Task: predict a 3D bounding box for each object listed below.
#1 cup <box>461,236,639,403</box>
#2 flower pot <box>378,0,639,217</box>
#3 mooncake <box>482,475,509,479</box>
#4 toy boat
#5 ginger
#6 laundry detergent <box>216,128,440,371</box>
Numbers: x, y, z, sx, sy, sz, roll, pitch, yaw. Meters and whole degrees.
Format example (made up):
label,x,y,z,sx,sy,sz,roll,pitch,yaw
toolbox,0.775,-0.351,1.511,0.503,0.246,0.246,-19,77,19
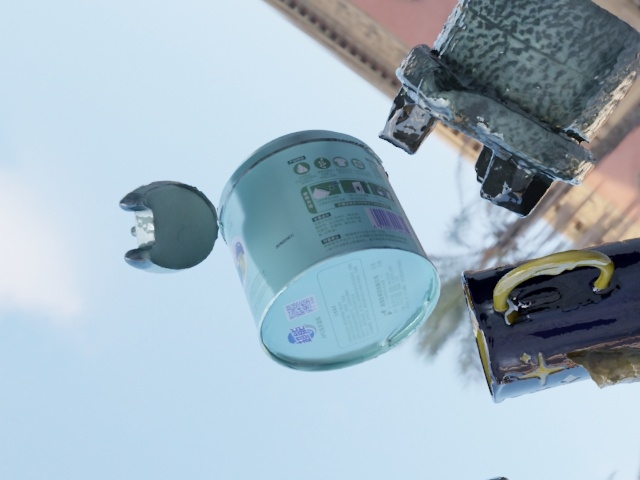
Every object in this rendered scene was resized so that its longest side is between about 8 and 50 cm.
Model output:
label,x,y,z,sx,sy,sz,roll,pitch,yaw
cup,0.325,0.097,1.348,0.255,0.256,0.178,7,-110,-84
flower pot,0.233,-0.195,1.352,0.299,0.282,0.299,29,-164,-9
mooncake,0.199,0.318,1.145,0.073,0.125,0.130,-38,-101,-26
toy boat,-0.227,-0.018,1.530,0.208,0.079,0.134,-12,-86,-64
ginger,0.333,0.136,1.141,0.137,0.044,0.057,-2,-169,11
laundry detergent,0.000,0.000,1.658,0.287,0.287,0.305,15,-143,-37
